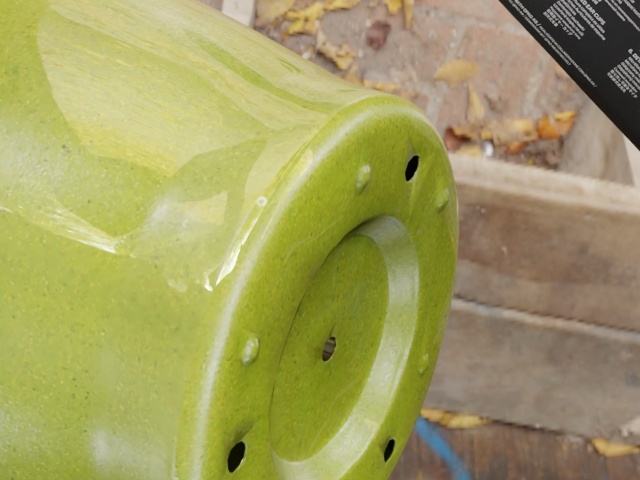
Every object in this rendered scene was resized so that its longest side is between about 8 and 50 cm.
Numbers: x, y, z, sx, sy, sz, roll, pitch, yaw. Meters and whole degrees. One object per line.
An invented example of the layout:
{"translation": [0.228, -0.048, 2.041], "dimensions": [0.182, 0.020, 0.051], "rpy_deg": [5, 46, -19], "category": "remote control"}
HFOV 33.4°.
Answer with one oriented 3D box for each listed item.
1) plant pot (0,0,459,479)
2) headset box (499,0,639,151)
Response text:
{"translation": [-0.130, 0.008, 0.563], "dimensions": [0.353, 0.366, 0.366], "rpy_deg": [17, 135, 27], "category": "plant pot"}
{"translation": [0.230, -0.170, 0.469], "dimensions": [0.218, 0.110, 0.293], "rpy_deg": [44, 137, -7], "category": "headset box"}
